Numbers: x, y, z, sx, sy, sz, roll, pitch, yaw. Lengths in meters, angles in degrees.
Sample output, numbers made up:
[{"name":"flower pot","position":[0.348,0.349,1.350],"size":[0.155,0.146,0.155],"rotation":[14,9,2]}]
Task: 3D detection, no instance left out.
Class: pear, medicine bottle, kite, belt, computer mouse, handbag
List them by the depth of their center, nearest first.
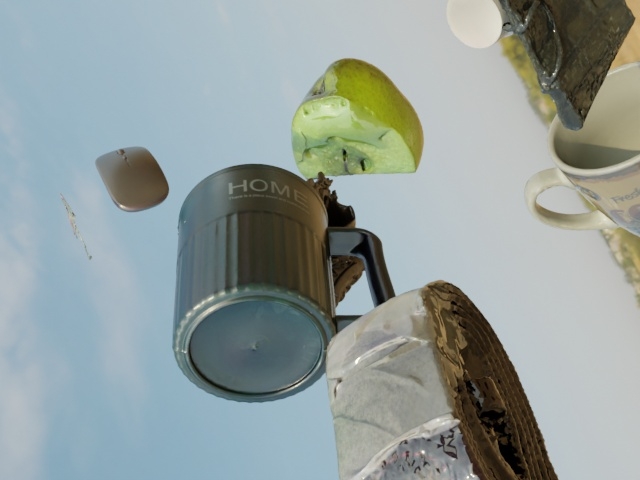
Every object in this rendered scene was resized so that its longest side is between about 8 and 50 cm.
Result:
[{"name":"belt","position":[0.095,0.171,0.669],"size":[0.184,0.164,0.289],"rotation":[37,-152,-30]},{"name":"handbag","position":[0.297,-0.285,0.952],"size":[0.270,0.089,0.175],"rotation":[48,-117,-29]},{"name":"medicine bottle","position":[0.264,-0.350,1.055],"size":[0.187,0.103,0.102],"rotation":[-42,-73,-30]},{"name":"kite","position":[-0.481,-0.030,1.478],"size":[0.156,0.011,0.139],"rotation":[61,160,15]},{"name":"computer mouse","position":[-0.395,-0.137,1.570],"size":[0.232,0.120,0.057],"rotation":[-127,27,-45]},{"name":"pear","position":[0.082,-0.330,1.950],"size":[0.318,0.343,0.238],"rotation":[65,-146,-45]}]

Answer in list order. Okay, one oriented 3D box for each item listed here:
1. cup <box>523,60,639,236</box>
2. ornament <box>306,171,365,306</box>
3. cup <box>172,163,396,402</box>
[{"name":"cup","position":[0.488,-0.096,1.208],"size":[0.257,0.301,0.227],"rotation":[45,-154,-30]},{"name":"ornament","position":[0.000,0.000,1.649],"size":[0.251,0.106,0.260],"rotation":[-51,-43,-42]},{"name":"cup","position":[-0.072,0.075,1.132],"size":[0.308,0.242,0.292],"rotation":[26,-150,-22]}]
